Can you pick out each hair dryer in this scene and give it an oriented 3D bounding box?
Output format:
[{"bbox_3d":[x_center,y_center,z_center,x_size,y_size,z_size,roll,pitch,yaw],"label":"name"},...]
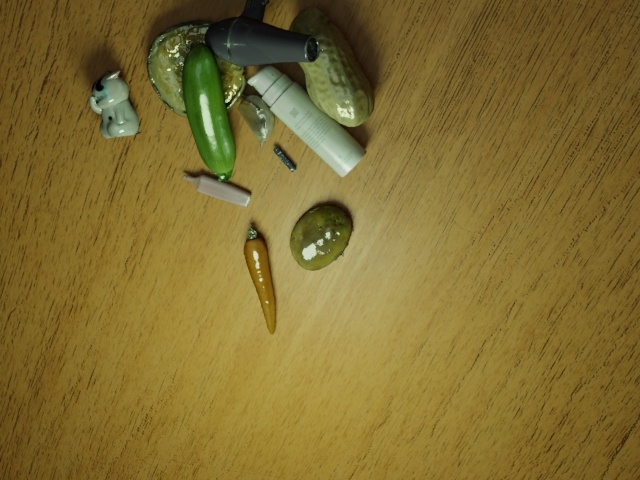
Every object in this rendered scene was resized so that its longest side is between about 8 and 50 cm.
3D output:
[{"bbox_3d":[-0.110,-0.590,1.745,0.301,0.121,0.361,14,87,30],"label":"hair dryer"}]

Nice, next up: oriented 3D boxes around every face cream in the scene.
[{"bbox_3d":[-0.035,-0.315,1.871,0.345,0.102,0.102,44,109,-6],"label":"face cream"}]

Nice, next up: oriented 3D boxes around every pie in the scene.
[{"bbox_3d":[-0.324,-0.448,1.899,0.274,0.055,0.274,3,109,9],"label":"pie"}]

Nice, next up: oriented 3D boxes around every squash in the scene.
[{"bbox_3d":[-0.286,-0.313,1.863,0.107,0.107,0.395,1,131,9],"label":"squash"}]

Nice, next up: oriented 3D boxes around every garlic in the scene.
[{"bbox_3d":[-0.158,-0.325,1.911,0.084,0.066,0.152,-18,115,40],"label":"garlic"}]

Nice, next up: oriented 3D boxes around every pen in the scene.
[{"bbox_3d":[-0.290,-0.144,2.008,0.197,0.032,0.053,21,111,-1],"label":"pen"}]

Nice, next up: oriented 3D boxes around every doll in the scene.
[{"bbox_3d":[-0.554,-0.358,1.940,0.110,0.107,0.180,6,119,46],"label":"doll"}]

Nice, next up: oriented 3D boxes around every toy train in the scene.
[{"bbox_3d":[-0.097,-0.220,1.956,0.017,0.017,0.083,-39,99,17],"label":"toy train"}]

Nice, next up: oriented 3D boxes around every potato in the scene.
[{"bbox_3d":[0.000,0.000,1.982,0.164,0.081,0.200,37,112,-5],"label":"potato"}]

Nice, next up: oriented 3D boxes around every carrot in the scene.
[{"bbox_3d":[-0.163,0.120,2.058,0.069,0.069,0.336,-7,110,12],"label":"carrot"}]

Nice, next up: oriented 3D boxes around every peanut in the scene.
[{"bbox_3d":[0.022,-0.427,1.803,0.152,0.152,0.313,-26,103,17],"label":"peanut"}]
